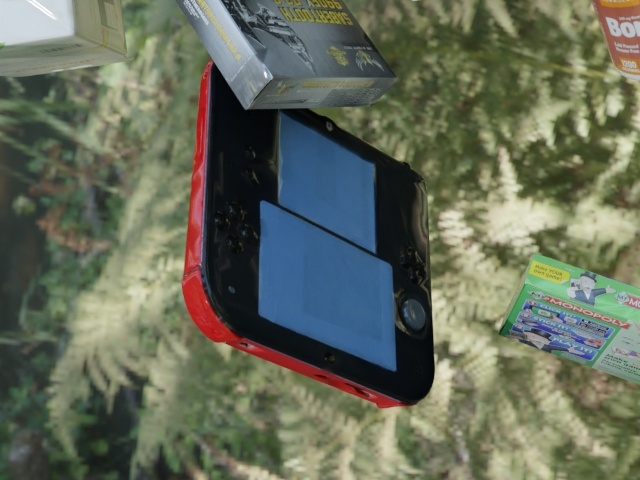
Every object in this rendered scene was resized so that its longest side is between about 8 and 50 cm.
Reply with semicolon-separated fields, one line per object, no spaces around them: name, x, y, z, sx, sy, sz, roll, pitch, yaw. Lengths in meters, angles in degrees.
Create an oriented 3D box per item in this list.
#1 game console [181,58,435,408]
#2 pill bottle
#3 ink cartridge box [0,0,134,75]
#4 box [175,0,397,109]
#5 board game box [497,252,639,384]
game console;0.000;0.000;1.594;0.060;0.386;0.342;-19;57;39
pill bottle;0.386;-0.310;1.643;0.121;0.216;0.121;-19;36;15
ink cartridge box;-0.399;-0.310;1.901;0.353;0.207;0.119;-20;-78;-85
box;-0.041;-0.236;1.549;0.056;0.231;0.183;-47;66;33
board game box;0.394;0.122;1.693;0.213;0.317;0.046;96;-165;-68
